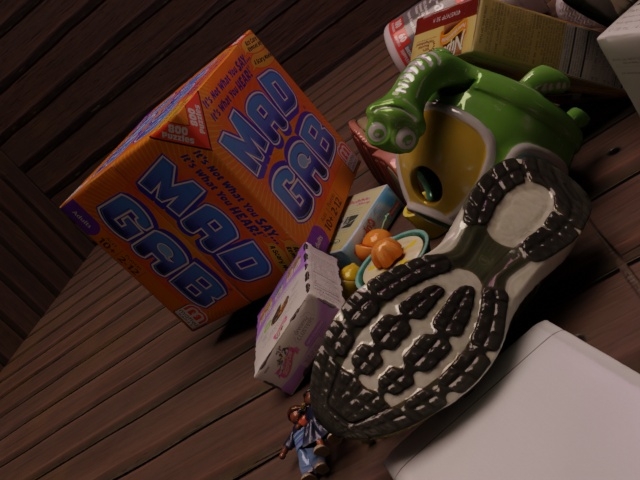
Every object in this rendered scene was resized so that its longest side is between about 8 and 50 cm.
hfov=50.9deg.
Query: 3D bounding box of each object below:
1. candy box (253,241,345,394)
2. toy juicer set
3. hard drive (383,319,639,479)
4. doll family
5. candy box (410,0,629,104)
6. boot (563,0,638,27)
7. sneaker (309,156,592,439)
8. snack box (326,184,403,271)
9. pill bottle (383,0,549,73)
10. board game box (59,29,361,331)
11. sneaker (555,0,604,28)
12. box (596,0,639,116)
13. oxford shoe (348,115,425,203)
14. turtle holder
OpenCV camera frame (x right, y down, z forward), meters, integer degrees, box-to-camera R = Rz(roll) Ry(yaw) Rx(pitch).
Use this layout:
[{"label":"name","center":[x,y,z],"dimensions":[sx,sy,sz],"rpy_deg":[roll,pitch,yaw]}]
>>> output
[{"label":"candy box","center":[-0.035,0.118,1.067],"dimensions":[0.165,0.070,0.196],"rpy_deg":[-57,14,18]},{"label":"toy juicer set","center":[0.085,0.050,1.048],"dimensions":[0.209,0.089,0.329],"rpy_deg":[-26,24,33]},{"label":"hard drive","center":[0.206,0.209,0.550],"dimensions":[0.233,0.047,0.353],"rpy_deg":[-40,20,-3]},{"label":"doll family","center":[0.018,0.211,0.835],"dimensions":[0.193,0.076,0.111],"rpy_deg":[-33,39,3]},{"label":"candy box","center":[0.324,-0.289,1.061],"dimensions":[0.183,0.316,0.088],"rpy_deg":[-160,77,-67]},{"label":"boot","center":[0.496,-0.429,0.944],"dimensions":[0.377,0.138,0.284],"rpy_deg":[-6,-51,-47]},{"label":"sneaker","center":[0.157,0.089,0.778],"dimensions":[0.410,0.182,0.158],"rpy_deg":[-39,63,-21]},{"label":"snack box","center":[0.000,0.000,1.351],"dimensions":[0.322,0.060,0.187],"rpy_deg":[-15,33,50]},{"label":"pill bottle","center":[0.357,-0.541,1.668],"dimensions":[0.363,0.210,0.210],"rpy_deg":[-29,22,27]},{"label":"board game box","center":[-0.196,-0.111,1.321],"dimensions":[0.356,0.356,0.356],"rpy_deg":[-28,25,34]},{"label":"sneaker","center":[0.602,-0.545,1.359],"dimensions":[0.365,0.137,0.210],"rpy_deg":[-35,19,-1]},{"label":"box","center":[0.465,-0.212,0.798],"dimensions":[0.119,0.182,0.181],"rpy_deg":[-42,19,-5]},{"label":"oxford shoe","center":[0.167,-0.191,1.388],"dimensions":[0.146,0.140,0.397],"rpy_deg":[-32,29,0]},{"label":"turtle holder","center":[0.214,-0.125,0.915],"dimensions":[0.227,0.243,0.320],"rpy_deg":[-66,-18,2]}]
